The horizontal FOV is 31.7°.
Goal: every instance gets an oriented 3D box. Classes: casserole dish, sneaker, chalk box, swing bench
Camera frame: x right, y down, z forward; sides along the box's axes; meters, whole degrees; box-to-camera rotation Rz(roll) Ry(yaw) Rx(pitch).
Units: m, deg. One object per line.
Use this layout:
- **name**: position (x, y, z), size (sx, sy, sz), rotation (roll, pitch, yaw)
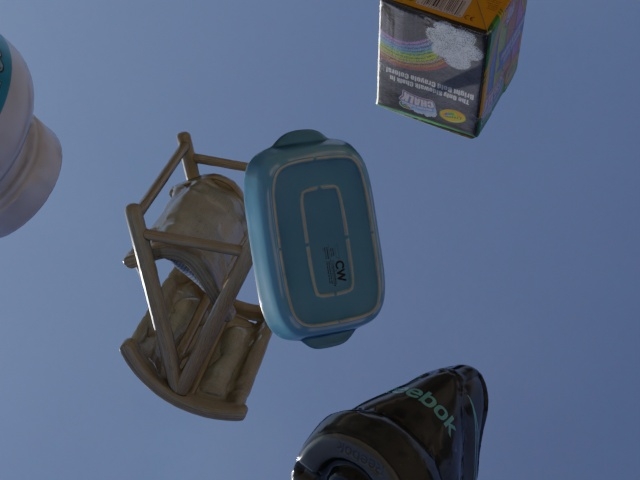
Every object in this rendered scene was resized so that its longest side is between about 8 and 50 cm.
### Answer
- **casserole dish**: position (0.000, 0.000, 0.948), size (0.114, 0.188, 0.037), rotation (-10, -174, -19)
- **sneaker**: position (0.040, 0.180, 0.617), size (0.101, 0.267, 0.106), rotation (30, -138, 23)
- **chalk box**: position (0.148, -0.216, 1.286), size (0.132, 0.213, 0.132), rotation (22, -123, 16)
- **swing bench**: position (-0.131, 0.038, 1.357), size (0.165, 0.254, 0.253), rotation (10, -155, 4)

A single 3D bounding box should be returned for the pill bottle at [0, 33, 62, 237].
- **pill bottle**: position (-0.275, -0.100, 0.674), size (0.146, 0.264, 0.146), rotation (-16, -125, 24)
